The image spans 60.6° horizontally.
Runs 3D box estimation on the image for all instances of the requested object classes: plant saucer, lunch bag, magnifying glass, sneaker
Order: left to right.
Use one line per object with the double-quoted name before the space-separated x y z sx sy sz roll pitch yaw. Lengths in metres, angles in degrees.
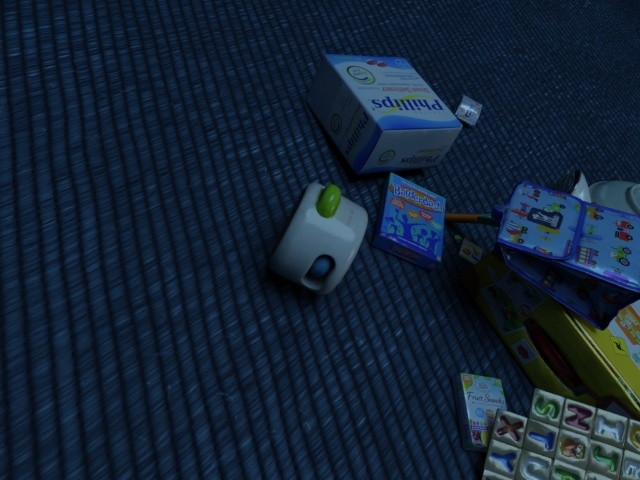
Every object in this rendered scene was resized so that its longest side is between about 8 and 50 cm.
"lunch bag" 0.444 -0.389 1.656 0.071 0.053 0.083 30 58 -4
"magnifying glass" 0.400 -0.051 1.297 0.092 0.231 0.026 -19 105 -42
"lunch bag" 0.483 0.004 1.111 0.293 0.138 0.221 27 50 9
"sneaker" 0.724 -0.082 1.564 0.129 0.111 0.297 37 51 -17
"plant saucer" 0.990 -0.063 1.634 0.401 0.100 0.400 11 47 -11

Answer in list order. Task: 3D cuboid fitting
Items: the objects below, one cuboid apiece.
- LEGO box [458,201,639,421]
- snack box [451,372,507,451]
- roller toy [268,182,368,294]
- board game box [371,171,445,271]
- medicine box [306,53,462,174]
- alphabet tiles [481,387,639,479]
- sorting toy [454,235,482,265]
"LEGO box" 0.622 0.193 1.238 0.373 0.193 0.500 -18 67 -35
"snack box" 0.319 0.340 1.080 0.100 0.037 0.141 14 52 -20
"roller toy" 0.000 0.000 1.057 0.146 0.209 0.191 28 84 -7
"board game box" 0.212 -0.047 1.293 0.160 0.047 0.210 23 49 -11
"medicine box" 0.154 -0.318 1.369 0.264 0.149 0.289 -10 54 -33
"alphabet tiles" 0.468 0.440 0.979 0.343 0.011 0.285 17 73 10
"sorting toy" 0.360 0.021 1.345 0.083 0.012 0.062 34 49 -3
